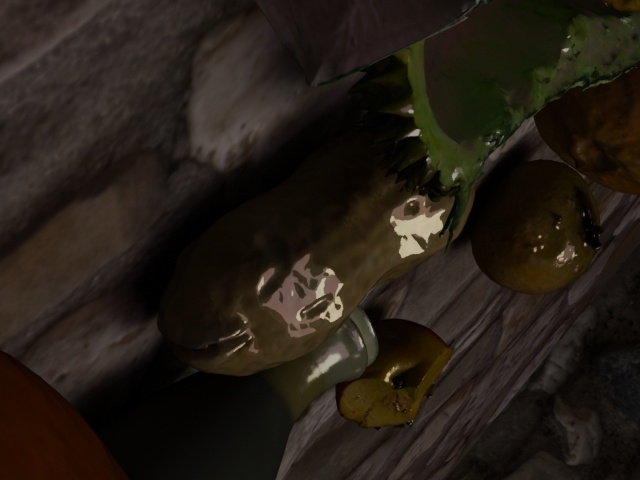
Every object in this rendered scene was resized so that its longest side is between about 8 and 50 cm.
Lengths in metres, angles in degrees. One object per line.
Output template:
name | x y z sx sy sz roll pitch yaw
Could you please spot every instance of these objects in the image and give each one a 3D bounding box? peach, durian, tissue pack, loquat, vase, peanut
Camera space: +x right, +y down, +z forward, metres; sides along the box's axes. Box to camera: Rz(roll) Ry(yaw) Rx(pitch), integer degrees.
peach | 0.085 0.144 1.270 0.151 0.118 0.151 -9 146 -6
durian | 0.139 -0.159 0.811 0.352 0.169 0.158 -36 154 -39
tissue pack | 0.061 -0.210 0.626 0.209 0.156 0.148 -40 -168 -37
loquat | 0.264 -0.013 1.377 0.204 0.149 0.172 -24 -140 59
loquat | 0.343 -0.188 1.115 0.276 0.276 0.284 54 57 -69
vase | -0.088 0.163 0.860 0.321 0.173 0.173 -47 160 -31
peanut | 0.000 0.000 0.832 0.290 0.130 0.130 -36 154 -31

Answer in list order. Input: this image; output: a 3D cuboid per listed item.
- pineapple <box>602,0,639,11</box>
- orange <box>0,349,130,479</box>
pineapple | 0.323 -0.281 0.815 0.286 0.344 0.209 61 30 -35
orange | -0.234 0.203 0.351 0.424 0.326 0.424 17 90 -74
